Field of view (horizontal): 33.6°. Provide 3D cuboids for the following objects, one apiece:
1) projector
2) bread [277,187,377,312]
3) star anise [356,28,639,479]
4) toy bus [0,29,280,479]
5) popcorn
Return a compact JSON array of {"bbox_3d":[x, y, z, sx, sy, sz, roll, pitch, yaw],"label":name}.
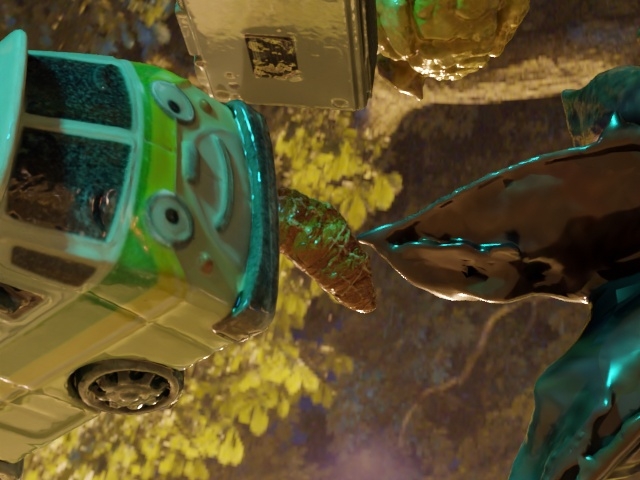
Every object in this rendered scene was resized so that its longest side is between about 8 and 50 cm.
[{"bbox_3d":[-0.044,-0.228,1.062,0.191,0.099,0.257,6,-22,7],"label":"projector"},{"bbox_3d":[0.000,0.000,1.389,0.233,0.105,0.076,43,-60,-7],"label":"bread"},{"bbox_3d":[0.154,-0.016,0.345,0.212,0.283,0.129,35,-2,27],"label":"star anise"},{"bbox_3d":[-0.164,0.020,0.508,0.276,0.134,0.164,-32,-43,31],"label":"toy bus"},{"bbox_3d":[0.148,-0.313,1.293,0.224,0.270,0.258,22,-4,11],"label":"popcorn"}]
